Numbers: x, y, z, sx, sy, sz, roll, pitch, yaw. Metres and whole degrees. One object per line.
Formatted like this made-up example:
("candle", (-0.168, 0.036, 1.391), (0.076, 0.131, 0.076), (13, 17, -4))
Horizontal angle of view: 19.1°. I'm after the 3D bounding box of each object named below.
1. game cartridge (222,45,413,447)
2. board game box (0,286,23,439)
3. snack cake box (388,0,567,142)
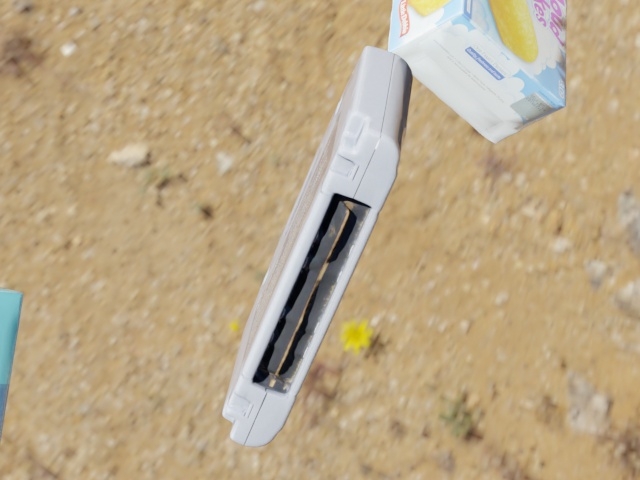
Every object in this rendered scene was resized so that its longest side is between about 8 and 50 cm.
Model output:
("game cartridge", (0.000, 0.000, 1.535), (0.062, 0.198, 0.297), (23, 117, -1))
("board game box", (-0.390, 0.142, 1.379), (0.079, 0.336, 0.253), (9, 90, 46))
("snack cake box", (0.149, -0.240, 1.741), (0.089, 0.264, 0.152), (-27, 131, 35))
